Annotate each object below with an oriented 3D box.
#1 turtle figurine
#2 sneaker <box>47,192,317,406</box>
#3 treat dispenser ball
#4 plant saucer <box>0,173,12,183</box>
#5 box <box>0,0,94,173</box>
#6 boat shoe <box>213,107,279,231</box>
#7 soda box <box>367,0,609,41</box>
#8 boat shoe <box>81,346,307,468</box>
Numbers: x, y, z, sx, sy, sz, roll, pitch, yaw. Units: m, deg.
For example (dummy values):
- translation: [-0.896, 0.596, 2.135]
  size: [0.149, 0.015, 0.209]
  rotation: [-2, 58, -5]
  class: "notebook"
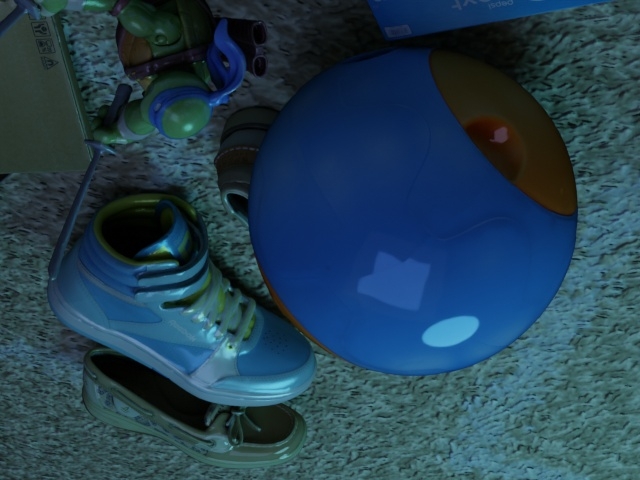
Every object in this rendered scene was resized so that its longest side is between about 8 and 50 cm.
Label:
- translation: [-0.191, -0.167, 1.169]
  size: [0.275, 0.266, 0.198]
  rotation: [-33, 134, 24]
  class: "turtle figurine"
- translation: [-0.128, 0.062, 1.570]
  size: [0.319, 0.127, 0.208]
  rotation: [21, 142, -11]
  class: "sneaker"
- translation: [0.080, -0.026, 1.267]
  size: [0.288, 0.288, 0.288]
  rotation: [8, 141, 7]
  class: "treat dispenser ball"
- translation: [-0.381, -0.122, 1.475]
  size: [0.168, 0.029, 0.168]
  rotation: [3, 129, 3]
  class: "plant saucer"
- translation: [-0.317, -0.151, 1.410]
  size: [0.164, 0.021, 0.201]
  rotation: [-1, 130, 10]
  class: "box"
- translation: [0.000, 0.000, 1.471]
  size: [0.113, 0.103, 0.302]
  rotation: [-24, 129, 38]
  class: "boat shoe"
- translation: [0.143, -0.225, 1.178]
  size: [0.210, 0.071, 0.067]
  rotation: [-6, 138, 23]
  class: "soda box"
- translation: [-0.155, 0.201, 1.762]
  size: [0.285, 0.104, 0.089]
  rotation: [12, 144, 3]
  class: "boat shoe"
